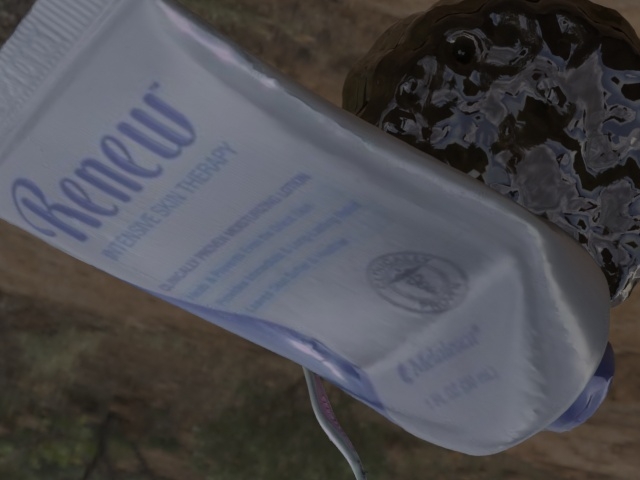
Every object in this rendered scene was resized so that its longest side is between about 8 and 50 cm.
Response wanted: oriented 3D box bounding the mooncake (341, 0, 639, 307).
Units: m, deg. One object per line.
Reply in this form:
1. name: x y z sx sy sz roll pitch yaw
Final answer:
1. mooncake: 0.168 -0.073 1.142 0.324 0.324 0.187 18 179 -7

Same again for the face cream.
1. face cream: 0.000 0.000 0.729 0.420 0.137 0.235 28 143 -22

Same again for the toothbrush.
1. toothbrush: 0.005 0.107 0.832 0.022 0.204 0.017 -32 145 19
